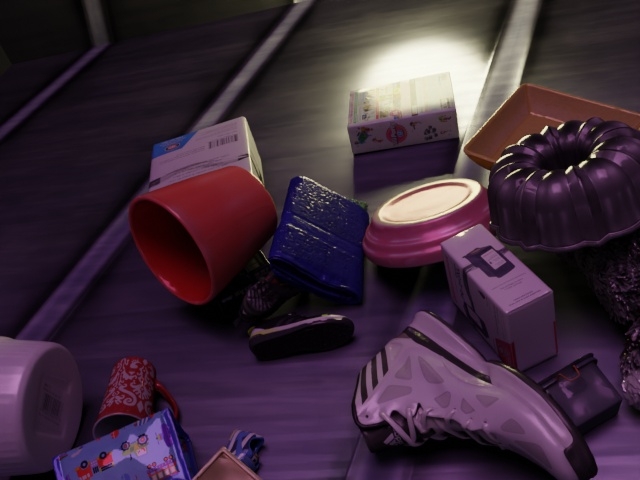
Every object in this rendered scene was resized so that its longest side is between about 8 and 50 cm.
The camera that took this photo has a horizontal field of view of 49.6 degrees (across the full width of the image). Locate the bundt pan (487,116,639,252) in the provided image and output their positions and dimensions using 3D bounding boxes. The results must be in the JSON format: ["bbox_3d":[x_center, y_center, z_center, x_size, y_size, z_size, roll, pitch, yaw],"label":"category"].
[{"bbox_3d":[0.460,-0.122,1.292,0.331,0.124,0.331,-21,27,11],"label":"bundt pan"}]

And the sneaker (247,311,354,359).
[{"bbox_3d":[-0.046,0.178,1.458,0.235,0.084,0.097,-11,37,10],"label":"sneaker"}]

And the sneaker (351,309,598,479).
[{"bbox_3d":[0.220,0.313,1.157,0.257,0.169,0.447,-39,34,-11],"label":"sneaker"}]

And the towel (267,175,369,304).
[{"bbox_3d":[0.000,0.000,1.599,0.228,0.076,0.308,27,40,-14],"label":"towel"}]

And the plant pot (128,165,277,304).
[{"bbox_3d":[-0.246,-0.030,1.547,0.275,0.275,0.243,19,41,38],"label":"plant pot"}]

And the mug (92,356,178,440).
[{"bbox_3d":[-0.375,0.335,1.410,0.113,0.150,0.169,-48,26,23],"label":"mug"}]

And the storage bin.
[{"bbox_3d":[0.432,0.264,1.159,0.135,0.098,0.091,-27,49,-11],"label":"storage bin"}]

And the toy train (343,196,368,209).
[{"bbox_3d":[0.086,-0.093,1.789,0.083,0.017,0.023,16,60,36],"label":"toy train"}]

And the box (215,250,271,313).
[{"bbox_3d":[-0.207,0.068,1.661,0.147,0.077,0.180,-28,39,-11],"label":"box"}]

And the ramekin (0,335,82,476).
[{"bbox_3d":[-0.582,0.325,1.355,0.135,0.277,0.277,-2,40,9],"label":"ramekin"}]

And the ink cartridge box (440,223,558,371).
[{"bbox_3d":[0.336,0.106,1.317,0.100,0.172,0.237,-25,38,-7],"label":"ink cartridge box"}]

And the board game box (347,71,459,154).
[{"bbox_3d":[0.236,-0.369,1.999,0.303,0.097,0.224,-7,38,12],"label":"board game box"}]

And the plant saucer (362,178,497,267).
[{"bbox_3d":[0.245,-0.051,1.540,0.332,0.084,0.332,-19,19,7],"label":"plant saucer"}]

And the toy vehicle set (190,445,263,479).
[{"bbox_3d":[-0.115,0.473,1.093,0.267,0.035,0.166,34,59,22],"label":"toy vehicle set"}]

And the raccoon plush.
[{"bbox_3d":[0.503,0.069,1.286,0.299,0.216,0.446,3,43,37],"label":"raccoon plush"}]

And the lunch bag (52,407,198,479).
[{"bbox_3d":[-0.310,0.478,1.193,0.221,0.138,0.293,-23,50,-8],"label":"lunch bag"}]

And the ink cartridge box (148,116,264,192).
[{"bbox_3d":[-0.305,-0.144,1.888,0.285,0.166,0.395,-17,37,3],"label":"ink cartridge box"}]

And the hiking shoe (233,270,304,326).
[{"bbox_3d":[-0.108,0.115,1.553,0.227,0.086,0.114,-27,-12,-49],"label":"hiking shoe"}]

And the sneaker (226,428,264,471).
[{"bbox_3d":[-0.145,0.405,1.249,0.059,0.053,0.144,0,42,19],"label":"sneaker"}]

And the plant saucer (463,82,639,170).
[{"bbox_3d":[0.566,-0.229,1.677,0.333,0.081,0.333,26,55,29],"label":"plant saucer"}]
